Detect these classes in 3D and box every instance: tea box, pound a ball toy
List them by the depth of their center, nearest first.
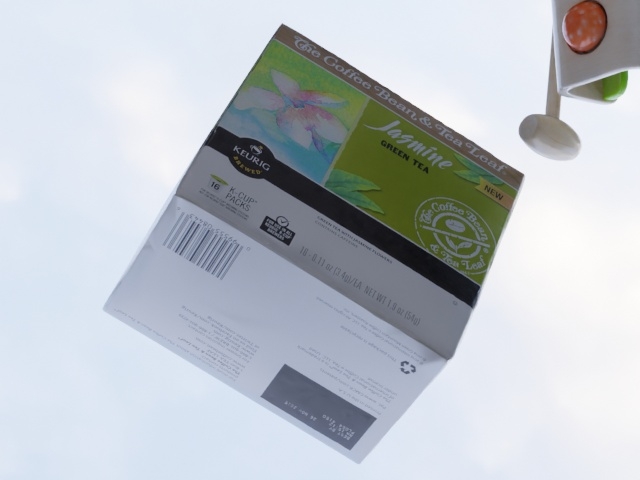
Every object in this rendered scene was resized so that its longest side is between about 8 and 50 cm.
[{"bbox_3d":[0.281,-0.264,1.897,0.135,0.208,0.319,9,-105,-40],"label":"pound a ball toy"},{"bbox_3d":[0.000,0.000,1.905,0.329,0.220,0.323,31,-137,-5],"label":"tea box"}]
